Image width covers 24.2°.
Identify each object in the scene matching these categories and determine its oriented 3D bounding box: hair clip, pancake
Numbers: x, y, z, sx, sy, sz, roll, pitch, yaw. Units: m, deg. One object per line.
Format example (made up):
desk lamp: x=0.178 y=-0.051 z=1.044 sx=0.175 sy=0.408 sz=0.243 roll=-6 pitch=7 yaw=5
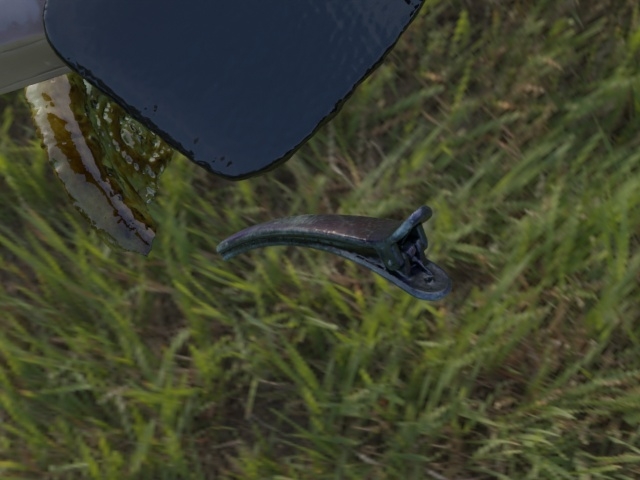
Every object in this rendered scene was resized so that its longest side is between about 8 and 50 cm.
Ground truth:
hair clip: x=0.000 y=0.000 z=1.339 sx=0.275 sy=0.048 sz=0.083 roll=7 pitch=125 yaw=46
pancake: x=-0.224 y=-0.141 z=1.597 sx=0.054 sy=0.197 sz=0.377 roll=-32 pitch=62 yaw=33

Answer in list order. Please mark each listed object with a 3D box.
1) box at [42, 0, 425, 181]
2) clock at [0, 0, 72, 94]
box: x=-0.054 y=-0.160 z=0.989 sx=0.201 sy=0.042 sz=0.212 roll=38 pitch=92 yaw=-10
clock: x=-0.273 y=-0.281 z=1.193 sx=0.342 sy=0.184 sz=0.326 roll=-13 pitch=79 yaw=18
